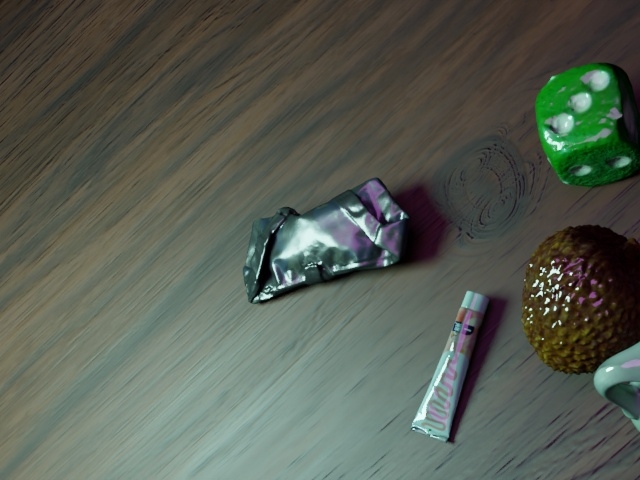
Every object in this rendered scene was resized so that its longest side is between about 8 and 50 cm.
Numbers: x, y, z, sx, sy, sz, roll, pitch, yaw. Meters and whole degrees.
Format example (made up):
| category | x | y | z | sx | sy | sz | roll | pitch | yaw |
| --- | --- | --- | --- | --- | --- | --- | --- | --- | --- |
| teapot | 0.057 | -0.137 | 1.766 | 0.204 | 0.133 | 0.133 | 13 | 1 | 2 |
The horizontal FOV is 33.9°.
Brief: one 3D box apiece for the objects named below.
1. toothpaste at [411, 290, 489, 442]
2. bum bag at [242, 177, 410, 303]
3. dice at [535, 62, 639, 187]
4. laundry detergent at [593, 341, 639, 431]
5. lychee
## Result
| category | x | y | z | sx | sy | sz | roll | pitch | yaw |
| --- | --- | --- | --- | --- | --- | --- | --- | --- | --- |
| toothpaste | 0.182 | 0.171 | 1.441 | 0.056 | 0.036 | 0.205 | 16 | 80 | 31 |
| bum bag | 0.000 | 0.000 | 1.590 | 0.309 | 0.074 | 0.137 | -17 | 73 | 28 |
| dice | 0.368 | -0.155 | 1.425 | 0.120 | 0.131 | 0.128 | -15 | 63 | 25 |
| laundry detergent | 0.418 | 0.144 | 1.172 | 0.214 | 0.280 | 0.105 | -19 | 62 | 21 |
| lychee | 0.341 | 0.072 | 1.314 | 0.194 | 0.194 | 0.195 | -12 | 63 | 24 |
